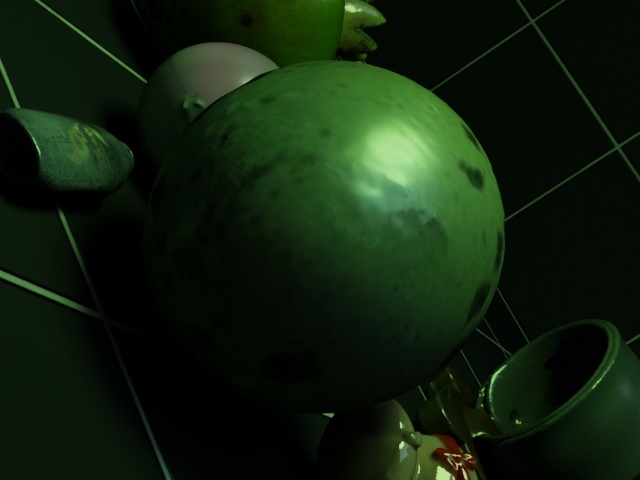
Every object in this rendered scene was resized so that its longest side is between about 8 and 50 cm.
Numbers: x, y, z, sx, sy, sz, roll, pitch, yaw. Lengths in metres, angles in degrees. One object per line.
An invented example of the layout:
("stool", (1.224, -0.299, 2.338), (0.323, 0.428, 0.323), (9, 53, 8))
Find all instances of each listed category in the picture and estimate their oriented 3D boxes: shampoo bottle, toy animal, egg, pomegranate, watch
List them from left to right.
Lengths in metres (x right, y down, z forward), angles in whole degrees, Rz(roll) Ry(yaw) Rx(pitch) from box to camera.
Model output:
("shampoo bottle", (-0.238, -0.079, 1.218), (0.087, 0.049, 0.233), (60, 12, 7))
("egg", (-0.113, -0.137, 1.526), (0.196, 0.196, 0.271), (55, 7, -6))
("pomegranate", (-0.079, -0.285, 1.820), (0.358, 0.216, 0.309), (6, 12, -33))
("egg", (0.000, 0.000, 1.260), (0.345, 0.345, 0.428), (56, 27, -1))
("toy animal", (0.087, 0.263, 1.377), (0.197, 0.171, 0.171), (40, 19, -30))
("watch", (0.343, 0.261, 1.945), (0.314, 0.327, 0.335), (54, 12, -13))
